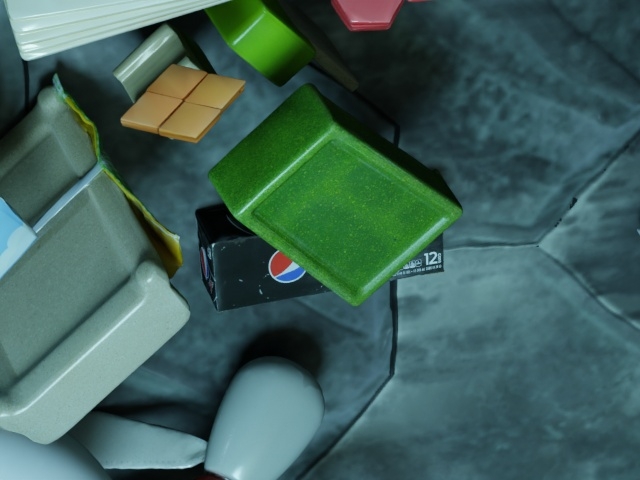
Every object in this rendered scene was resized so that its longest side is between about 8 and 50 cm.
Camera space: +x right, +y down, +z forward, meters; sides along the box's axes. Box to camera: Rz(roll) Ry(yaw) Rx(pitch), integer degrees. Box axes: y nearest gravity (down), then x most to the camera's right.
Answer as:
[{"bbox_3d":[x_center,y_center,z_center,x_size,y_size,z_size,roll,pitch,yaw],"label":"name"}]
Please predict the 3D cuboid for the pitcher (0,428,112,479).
[{"bbox_3d":[-0.243,0.161,1.288,0.207,0.178,0.125,22,83,2],"label":"pitcher"}]

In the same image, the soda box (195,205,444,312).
[{"bbox_3d":[0.000,0.000,1.372,0.169,0.053,0.060,-10,119,-13],"label":"soda box"}]

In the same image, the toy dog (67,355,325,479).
[{"bbox_3d":[-0.132,0.233,1.402,0.334,0.161,0.220,-31,104,-20],"label":"toy dog"}]

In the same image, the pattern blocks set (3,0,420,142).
[{"bbox_3d":[-0.110,-0.198,1.147,0.325,0.026,0.285,-26,84,-7],"label":"pattern blocks set"}]

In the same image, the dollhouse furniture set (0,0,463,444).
[{"bbox_3d":[-0.097,-0.012,1.272,0.301,0.197,0.151,-42,143,12],"label":"dollhouse furniture set"}]

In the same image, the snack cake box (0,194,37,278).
[{"bbox_3d":[-0.320,0.040,1.182,0.264,0.152,0.089,-49,154,-8],"label":"snack cake box"}]

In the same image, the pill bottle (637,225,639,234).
[{"bbox_3d":[0.296,-0.027,1.444,0.120,0.067,0.067,-39,122,5],"label":"pill bottle"}]
